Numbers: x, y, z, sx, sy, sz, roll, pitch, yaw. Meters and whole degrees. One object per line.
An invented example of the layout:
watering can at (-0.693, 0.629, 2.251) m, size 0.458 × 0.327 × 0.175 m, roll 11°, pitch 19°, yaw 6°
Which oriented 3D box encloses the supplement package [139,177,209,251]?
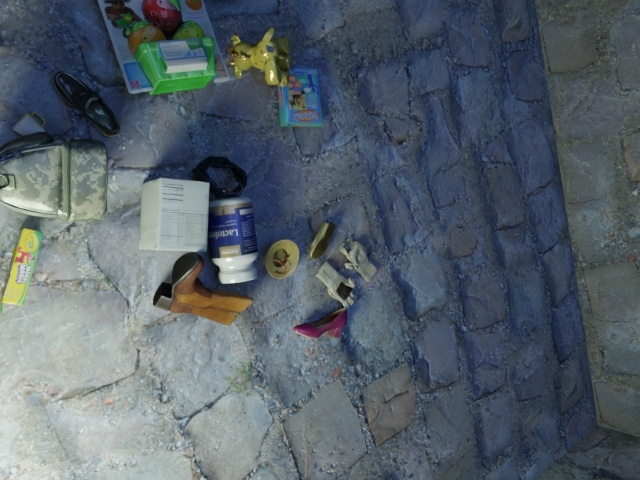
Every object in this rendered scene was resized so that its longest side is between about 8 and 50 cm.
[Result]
supplement package at (-0.436, -0.070, 1.540) m, size 0.149 × 0.194 × 0.203 m, roll 3°, pitch 89°, yaw -35°

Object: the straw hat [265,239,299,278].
straw hat at (-0.148, 0.057, 1.814) m, size 0.144 × 0.061 × 0.144 m, roll -13°, pitch 114°, yaw -31°

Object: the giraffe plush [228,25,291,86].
giraffe plush at (-0.211, -0.607, 1.724) m, size 0.210 × 0.170 × 0.181 m, roll 14°, pitch 81°, yaw -70°

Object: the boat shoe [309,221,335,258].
boat shoe at (-0.001, -0.001, 1.929) m, size 0.056 × 0.048 × 0.153 m, roll 34°, pitch 78°, yaw -42°

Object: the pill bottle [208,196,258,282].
pill bottle at (-0.282, -0.002, 1.668) m, size 0.153 × 0.153 × 0.265 m, roll -11°, pitch 95°, yaw -33°

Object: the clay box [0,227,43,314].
clay box at (-0.781, 0.081, 1.347) m, size 0.053 × 0.127 × 0.222 m, roll 15°, pitch 82°, yaw -32°

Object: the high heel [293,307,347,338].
high heel at (0.004, 0.296, 1.895) m, size 0.244 × 0.082 × 0.117 m, roll 13°, pitch 92°, yaw -38°

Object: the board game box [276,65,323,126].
board game box at (-0.077, -0.518, 1.873) m, size 0.160 × 0.047 × 0.210 m, roll -6°, pitch 92°, yaw -34°

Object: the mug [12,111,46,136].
mug at (-0.775, -0.306, 1.396) m, size 0.064 × 0.062 × 0.078 m, roll 44°, pitch 73°, yaw -34°

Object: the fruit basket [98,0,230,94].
fruit basket at (-0.463, -0.630, 1.547) m, size 0.327 × 0.165 × 0.353 m, roll -19°, pitch 97°, yaw -33°

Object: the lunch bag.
lunch bag at (-0.691, -0.163, 1.300) m, size 0.256 × 0.305 × 0.213 m, roll -3°, pitch 104°, yaw -32°

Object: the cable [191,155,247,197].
cable at (-0.312, -0.202, 1.667) m, size 0.184 × 0.047 × 0.150 m, roll 38°, pitch 45°, yaw 19°

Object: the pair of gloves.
pair of gloves at (0.112, 0.120, 2.000) m, size 0.240 × 0.042 × 0.204 m, roll -46°, pitch 113°, yaw -26°

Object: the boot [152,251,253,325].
boot at (-0.332, 0.163, 1.591) m, size 0.280 × 0.096 × 0.264 m, roll 22°, pitch 122°, yaw -30°

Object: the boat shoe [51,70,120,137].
boat shoe at (-0.654, -0.391, 1.467) m, size 0.223 × 0.073 × 0.080 m, roll 49°, pitch 65°, yaw -24°
